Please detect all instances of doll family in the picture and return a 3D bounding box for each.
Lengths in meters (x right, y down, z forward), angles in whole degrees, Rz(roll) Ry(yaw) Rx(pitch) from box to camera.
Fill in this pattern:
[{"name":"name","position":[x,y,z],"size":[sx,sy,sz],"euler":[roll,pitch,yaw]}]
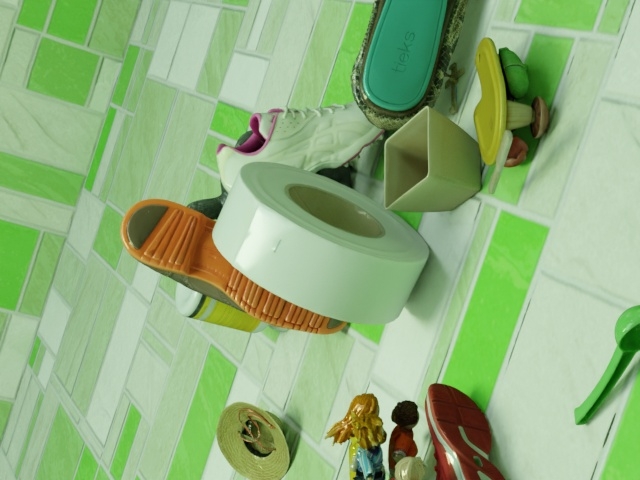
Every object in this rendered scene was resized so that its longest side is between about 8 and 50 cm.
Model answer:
[{"name":"doll family","position":[0.062,0.272,1.591],"size":[0.263,0.118,0.163],"euler":[-86,-3,-75]}]

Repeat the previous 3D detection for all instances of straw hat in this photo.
[{"name":"straw hat","position":[-0.090,0.300,2.084],"size":[0.061,0.144,0.144],"euler":[-38,-11,-51]}]

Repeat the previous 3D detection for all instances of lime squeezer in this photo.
[{"name":"lime squeezer","position":[0.340,0.111,1.315],"size":[0.310,0.059,0.110],"euler":[-22,55,59]}]

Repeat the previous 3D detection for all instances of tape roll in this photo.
[{"name":"tape roll","position":[0.000,0.000,1.818],"size":[0.100,0.286,0.286],"euler":[-64,26,18]}]

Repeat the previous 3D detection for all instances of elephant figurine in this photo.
[{"name":"elephant figurine","position":[-0.078,-0.111,2.102],"size":[0.169,0.239,0.186],"euler":[-51,33,41]}]

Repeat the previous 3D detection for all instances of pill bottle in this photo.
[{"name":"pill bottle","position":[-0.132,0.091,2.157],"size":[0.103,0.184,0.103],"euler":[-43,38,48]}]

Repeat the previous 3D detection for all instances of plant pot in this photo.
[{"name":"plant pot","position":[0.153,-0.097,1.781],"size":[0.109,0.096,0.109],"euler":[-39,43,51]}]

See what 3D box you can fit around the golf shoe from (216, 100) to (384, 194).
[{"name":"golf shoe","position":[-0.019,-0.156,1.990],"size":[0.306,0.140,0.115],"euler":[-37,16,-16]}]

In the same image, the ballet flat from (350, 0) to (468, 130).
[{"name":"ballet flat","position":[0.155,-0.386,1.906],"size":[0.182,0.164,0.483],"euler":[22,-95,-87]}]

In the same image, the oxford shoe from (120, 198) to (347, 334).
[{"name":"oxford shoe","position":[-0.123,0.042,2.020],"size":[0.130,0.363,0.133],"euler":[-64,0,-12]}]

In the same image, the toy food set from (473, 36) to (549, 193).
[{"name":"toy food set","position":[0.242,-0.161,1.686],"size":[0.128,0.071,0.218],"euler":[97,171,-48]}]

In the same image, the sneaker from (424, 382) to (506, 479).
[{"name":"sneaker","position":[0.146,0.280,1.583],"size":[0.128,0.087,0.221],"euler":[-57,28,29]}]

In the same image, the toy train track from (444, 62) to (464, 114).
[{"name":"toy train track","position":[0.184,-0.215,1.888],"size":[0.048,0.014,0.083],"euler":[-39,42,51]}]
